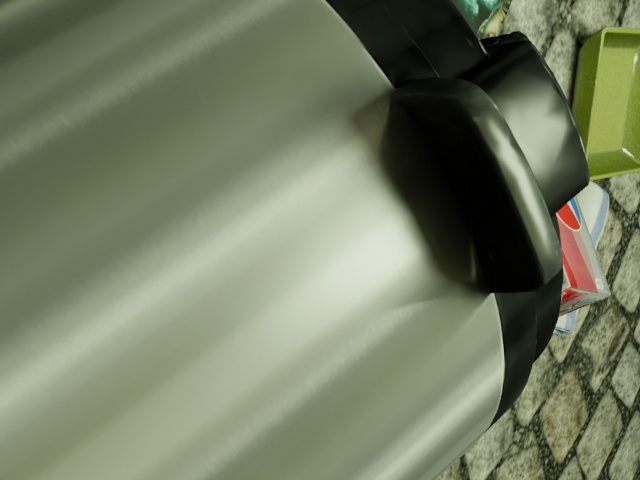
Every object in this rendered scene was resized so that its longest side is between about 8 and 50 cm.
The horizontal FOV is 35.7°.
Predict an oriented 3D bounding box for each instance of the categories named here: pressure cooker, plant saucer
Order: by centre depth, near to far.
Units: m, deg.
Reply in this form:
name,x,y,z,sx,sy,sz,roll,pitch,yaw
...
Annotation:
name,x,y,z,sx,sy,sz,roll,pitch,yaw
pressure cooker,-0.086,0.013,0.536,0.420,0.370,0.376,-35,151,-24
plant saucer,0.375,-0.179,1.280,0.188,0.045,0.188,-11,110,-48

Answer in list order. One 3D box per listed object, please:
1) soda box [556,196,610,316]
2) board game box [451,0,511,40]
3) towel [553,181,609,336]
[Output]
name,x,y,z,sx,sy,sz,roll,pitch,yaw
soda box,0.185,-0.054,0.963,0.083,0.092,0.263,10,58,-47
board game box,0.143,-0.284,0.993,0.186,0.026,0.126,30,79,-49
towel,0.273,0.000,1.230,0.285,0.034,0.209,21,85,-50
